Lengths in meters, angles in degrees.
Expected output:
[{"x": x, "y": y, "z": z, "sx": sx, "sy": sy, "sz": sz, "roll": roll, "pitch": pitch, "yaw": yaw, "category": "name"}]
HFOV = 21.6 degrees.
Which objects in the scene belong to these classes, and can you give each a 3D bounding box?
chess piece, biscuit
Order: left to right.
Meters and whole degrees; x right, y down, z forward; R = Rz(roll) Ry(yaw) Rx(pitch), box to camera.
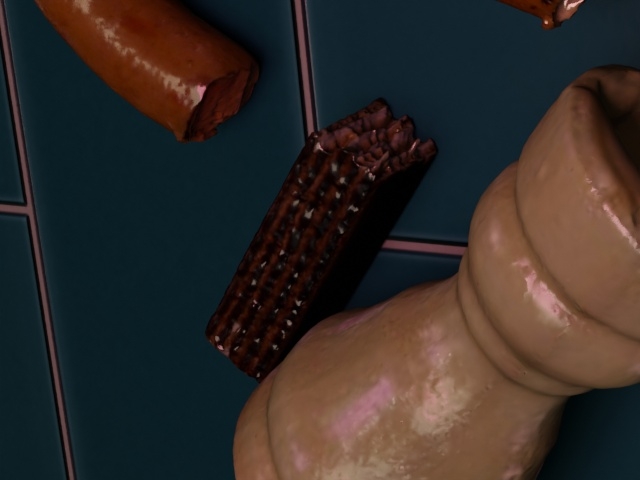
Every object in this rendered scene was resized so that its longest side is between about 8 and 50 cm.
[{"x": 0.000, "y": 0.000, "z": 1.366, "sx": 0.070, "sy": 0.106, "sz": 0.252, "roll": 40, "pitch": 125, "yaw": 14, "category": "biscuit"}, {"x": 0.130, "y": 0.081, "z": 1.210, "sx": 0.234, "sy": 0.234, "sz": 0.442, "roll": 49, "pitch": 133, "yaw": 9, "category": "chess piece"}]

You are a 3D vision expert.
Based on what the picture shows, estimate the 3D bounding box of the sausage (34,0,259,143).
[{"x": -0.170, "y": -0.198, "z": 1.416, "sx": 0.270, "sy": 0.109, "sz": 0.109, "roll": 48, "pitch": 127, "yaw": 10, "category": "sausage"}]

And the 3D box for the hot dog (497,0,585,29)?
[{"x": 0.058, "y": -0.356, "z": 1.077, "sx": 0.365, "sy": 0.196, "sz": 0.367, "roll": 21, "pitch": 119, "yaw": 7, "category": "hot dog"}]
